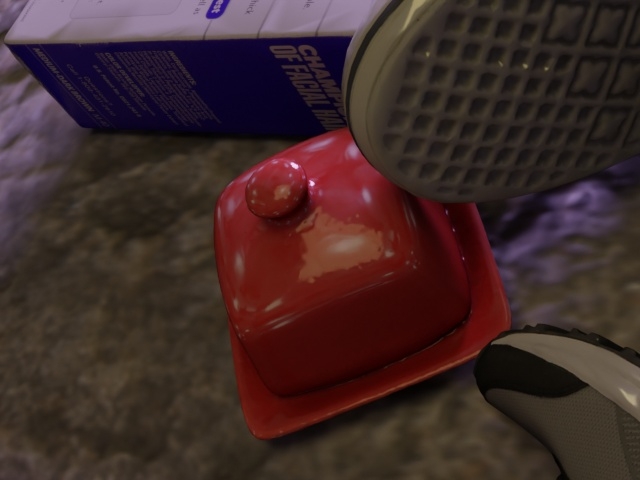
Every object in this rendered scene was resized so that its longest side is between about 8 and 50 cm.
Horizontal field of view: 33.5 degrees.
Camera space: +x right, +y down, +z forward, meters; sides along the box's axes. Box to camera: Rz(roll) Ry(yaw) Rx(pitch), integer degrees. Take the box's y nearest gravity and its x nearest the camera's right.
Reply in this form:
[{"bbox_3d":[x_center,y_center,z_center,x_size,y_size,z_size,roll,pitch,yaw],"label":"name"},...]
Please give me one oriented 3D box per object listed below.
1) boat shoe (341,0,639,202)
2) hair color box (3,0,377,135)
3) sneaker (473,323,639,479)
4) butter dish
[{"bbox_3d":[0.195,-0.208,0.575,0.500,0.186,0.156,-43,42,-11],"label":"boat shoe"},{"bbox_3d":[-0.031,-0.171,0.725,0.339,0.110,0.185,5,59,35],"label":"hair color box"},{"bbox_3d":[0.144,0.129,0.411,0.108,0.100,0.271,-46,47,0],"label":"sneaker"},{"bbox_3d":[0.000,0.000,0.573,0.160,0.118,0.159,-24,48,14],"label":"butter dish"}]
